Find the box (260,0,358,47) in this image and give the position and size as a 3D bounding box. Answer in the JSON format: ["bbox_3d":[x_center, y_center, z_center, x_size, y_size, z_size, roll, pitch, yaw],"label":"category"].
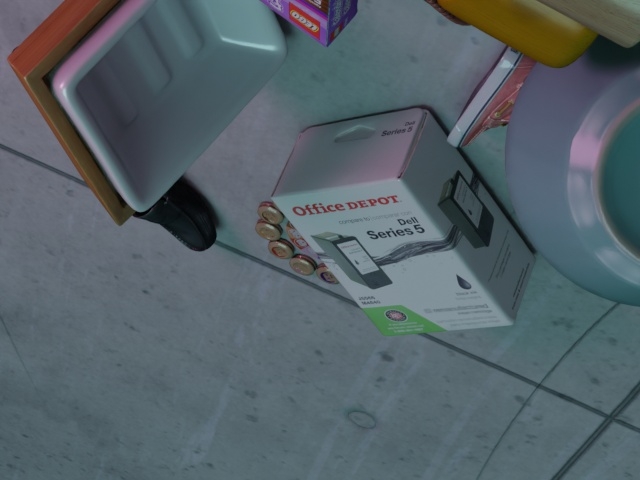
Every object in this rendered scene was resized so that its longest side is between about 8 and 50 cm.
[{"bbox_3d":[-0.089,-0.329,1.565,0.293,0.057,0.201,36,163,12],"label":"box"}]

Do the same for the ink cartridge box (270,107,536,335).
[{"bbox_3d":[0.101,-0.015,1.942,0.198,0.115,0.273,-8,135,39],"label":"ink cartridge box"}]

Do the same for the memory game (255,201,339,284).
[{"bbox_3d":[0.000,0.000,2.120,0.186,0.012,0.186,16,146,11],"label":"memory game"}]

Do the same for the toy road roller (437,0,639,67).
[{"bbox_3d":[0.204,-0.241,1.379,0.202,0.329,0.241,27,125,-6],"label":"toy road roller"}]

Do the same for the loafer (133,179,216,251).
[{"bbox_3d":[-0.219,-0.054,2.118,0.076,0.078,0.223,-8,135,39],"label":"loafer"}]

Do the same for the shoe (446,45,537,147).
[{"bbox_3d":[0.203,-0.142,1.748,0.081,0.063,0.178,31,142,-2],"label":"shoe"}]

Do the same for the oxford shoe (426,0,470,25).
[{"bbox_3d":[0.058,-0.345,1.543,0.130,0.123,0.348,25,159,52],"label":"oxford shoe"}]

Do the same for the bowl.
[{"bbox_3d":[0.333,-0.069,1.526,0.311,0.163,0.312,1,101,3],"label":"bowl"}]

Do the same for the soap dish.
[{"bbox_3d":[-0.183,-0.196,1.735,0.118,0.291,0.229,24,153,39],"label":"soap dish"}]
